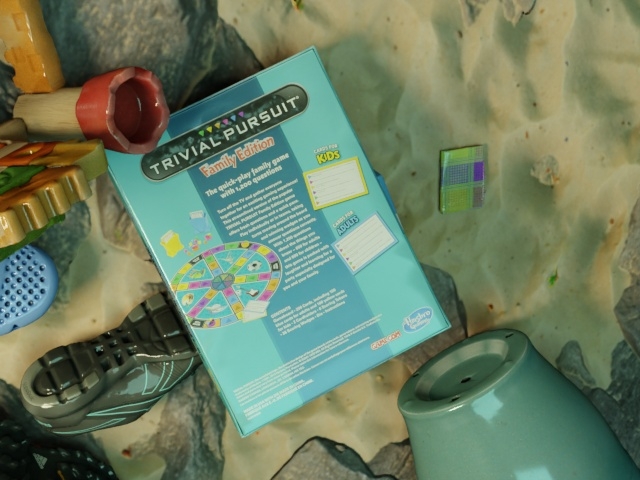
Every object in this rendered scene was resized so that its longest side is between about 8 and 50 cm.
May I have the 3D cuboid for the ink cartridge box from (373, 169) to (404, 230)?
[{"bbox_3d":[0.000,0.000,1.325,0.181,0.061,0.104,-28,116,-9],"label":"ink cartridge box"}]

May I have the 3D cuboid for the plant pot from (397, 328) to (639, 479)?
[{"bbox_3d":[0.232,0.259,1.419,0.271,0.271,0.255,-31,103,-7],"label":"plant pot"}]

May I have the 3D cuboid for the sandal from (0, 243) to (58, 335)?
[{"bbox_3d":[-0.413,0.033,1.123,0.317,0.138,0.126,5,79,-25],"label":"sandal"}]

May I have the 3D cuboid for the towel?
[{"bbox_3d":[0.172,-0.073,1.393,0.060,0.009,0.083,-10,113,-17],"label":"towel"}]

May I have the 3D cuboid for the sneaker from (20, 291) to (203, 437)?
[{"bbox_3d":[-0.205,0.140,1.299,0.267,0.101,0.106,-22,140,-14],"label":"sneaker"}]

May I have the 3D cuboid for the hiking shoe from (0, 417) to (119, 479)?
[{"bbox_3d":[-0.333,0.295,1.307,0.132,0.113,0.304,-27,129,25],"label":"hiking shoe"}]

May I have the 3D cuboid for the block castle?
[{"bbox_3d":[-0.331,-0.127,0.947,0.453,0.212,0.303,-42,125,-46],"label":"block castle"}]

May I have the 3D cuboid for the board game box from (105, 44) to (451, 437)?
[{"bbox_3d":[-0.049,0.000,1.228,0.253,0.079,0.336,-27,93,-10],"label":"board game box"}]
